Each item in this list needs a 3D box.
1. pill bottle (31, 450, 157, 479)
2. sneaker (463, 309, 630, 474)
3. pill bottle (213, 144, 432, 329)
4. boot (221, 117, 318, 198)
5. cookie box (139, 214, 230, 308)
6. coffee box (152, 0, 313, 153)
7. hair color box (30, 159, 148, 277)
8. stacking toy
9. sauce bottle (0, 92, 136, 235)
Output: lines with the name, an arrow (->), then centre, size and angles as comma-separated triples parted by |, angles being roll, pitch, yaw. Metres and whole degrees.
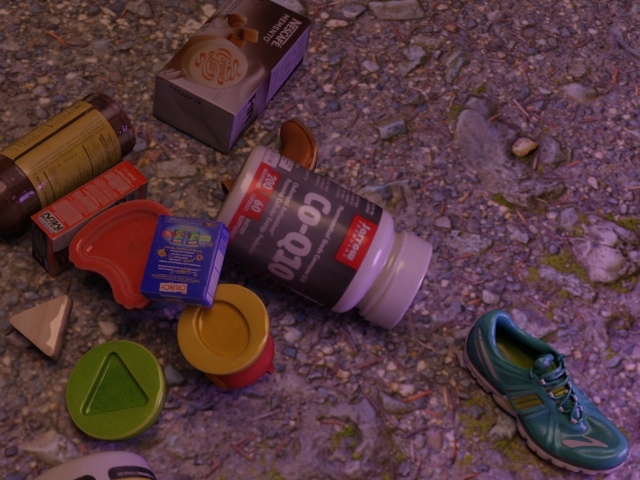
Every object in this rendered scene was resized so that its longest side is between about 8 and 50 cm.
pill bottle -> -0.215, 0.416, 1.403 | 0.188, 0.188, 0.334 | -17, 59, -23
sneaker -> 0.302, 0.205, 1.716 | 0.275, 0.110, 0.107 | 43, 57, 18
pill bottle -> 0.000, 0.000, 1.752 | 0.283, 0.161, 0.161 | 27, 52, -6
boot -> -0.074, -0.095, 1.886 | 0.152, 0.073, 0.197 | -11, 54, -14
cookie box -> -0.173, 0.027, 1.633 | 0.092, 0.040, 0.107 | 7, 70, 16
coffee box -> -0.134, -0.268, 1.980 | 0.141, 0.098, 0.246 | 29, 54, 10
hair color box -> -0.319, -0.031, 1.771 | 0.167, 0.093, 0.053 | -34, 67, -30
stacking toy -> -0.228, 0.123, 1.701 | 0.279, 0.130, 0.309 | -41, 65, -5
sauce bottle -> -0.415, -0.082, 1.779 | 0.111, 0.111, 0.344 | 40, 57, 18
